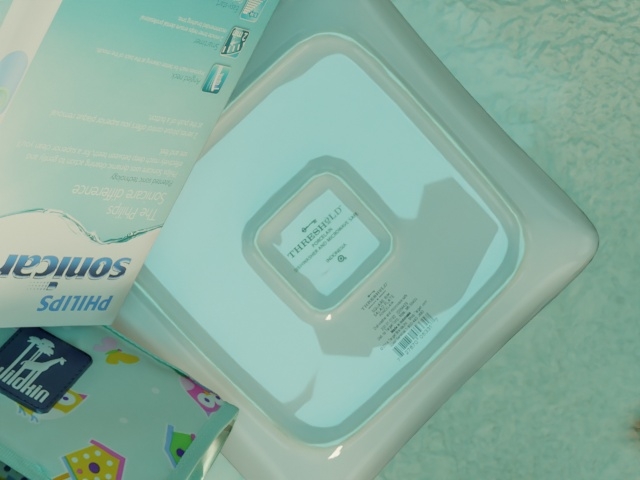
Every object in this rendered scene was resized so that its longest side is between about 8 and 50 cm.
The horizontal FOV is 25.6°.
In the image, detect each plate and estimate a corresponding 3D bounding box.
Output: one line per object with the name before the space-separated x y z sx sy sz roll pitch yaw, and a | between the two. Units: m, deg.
plate | 0.000 0.000 0.870 0.277 0.045 0.278 -44 100 -5

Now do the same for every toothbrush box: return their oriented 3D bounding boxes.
toothbrush box | -0.149 -0.106 0.704 0.126 0.216 0.295 36 107 28

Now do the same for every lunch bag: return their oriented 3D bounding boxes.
lunch bag | -0.195 0.142 0.772 0.223 0.160 0.262 29 68 6

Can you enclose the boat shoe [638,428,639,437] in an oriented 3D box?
boat shoe | 0.296 0.104 0.922 0.184 0.066 0.063 -28 97 -17
